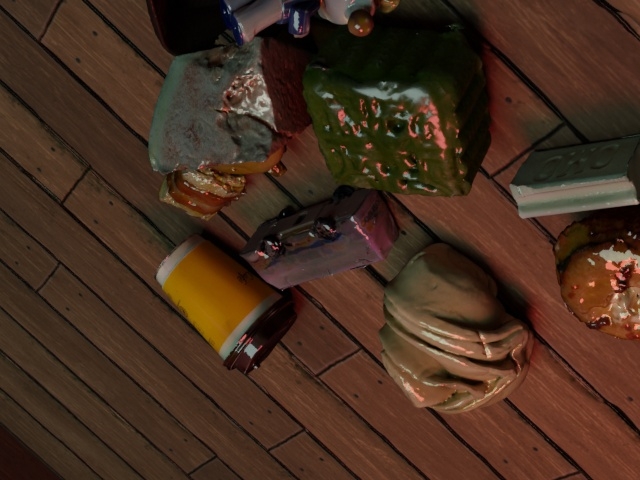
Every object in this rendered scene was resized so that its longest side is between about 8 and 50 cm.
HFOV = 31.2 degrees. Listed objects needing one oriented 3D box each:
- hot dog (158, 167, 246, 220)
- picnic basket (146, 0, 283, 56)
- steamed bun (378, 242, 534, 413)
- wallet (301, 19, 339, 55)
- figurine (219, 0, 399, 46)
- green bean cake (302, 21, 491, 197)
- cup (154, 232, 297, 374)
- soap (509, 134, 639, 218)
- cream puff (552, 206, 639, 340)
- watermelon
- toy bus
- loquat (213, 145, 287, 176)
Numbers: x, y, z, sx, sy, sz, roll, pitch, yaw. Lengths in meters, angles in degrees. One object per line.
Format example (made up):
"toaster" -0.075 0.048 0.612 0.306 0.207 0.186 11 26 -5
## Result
"hot dog" -0.221 -0.113 2.171 0.146 0.103 0.213 28 155 -21
"picnic basket" -0.169 -0.437 1.741 0.223 0.129 0.297 -9 138 -1
"steamed bun" 0.226 0.179 2.021 0.276 0.203 0.289 21 137 20
"wallet" 0.084 -0.275 1.829 0.255 0.031 0.137 17 137 25
"figurine" -0.010 -0.372 1.658 0.274 0.194 0.133 -6 135 3
"green bean cake" 0.119 -0.193 1.737 0.250 0.156 0.247 12 141 26
"cup" -0.192 0.123 2.316 0.280 0.196 0.196 43 142 9
"soap" 0.390 -0.096 1.703 0.198 0.114 0.063 -8 122 40
"cream puff" 0.472 0.043 1.740 0.240 0.164 0.240 13 144 10
"watermelon" -0.117 -0.199 1.788 0.232 0.310 0.193 147 117 -81
"toy bus" 0.000 0.000 2.102 0.317 0.112 0.138 -15 121 46
"loquat" -0.132 -0.184 1.990 0.204 0.149 0.172 40 137 -21
